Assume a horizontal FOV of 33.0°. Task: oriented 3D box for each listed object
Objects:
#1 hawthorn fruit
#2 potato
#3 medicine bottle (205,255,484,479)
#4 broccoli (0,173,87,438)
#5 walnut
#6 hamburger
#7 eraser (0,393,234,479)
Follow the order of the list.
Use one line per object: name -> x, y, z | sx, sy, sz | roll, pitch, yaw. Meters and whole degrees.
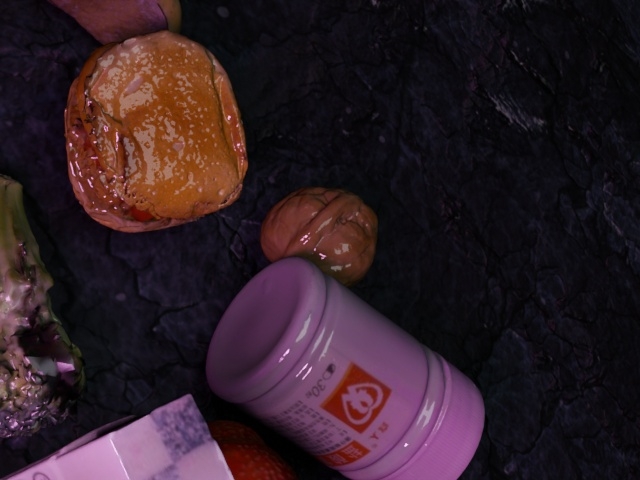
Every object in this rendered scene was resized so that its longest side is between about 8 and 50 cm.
hawthorn fruit -> -0.142, 0.310, 1.169 | 0.253, 0.205, 0.205 | -14, 84, -36
potato -> -0.265, -0.325, 1.331 | 0.243, 0.138, 0.098 | 36, 49, -30
medicine bottle -> 0.034, 0.182, 1.364 | 0.316, 0.202, 0.202 | 37, 53, -26
broccoli -> -0.331, 0.062, 1.140 | 0.145, 0.165, 0.304 | -6, 62, -12
walnut -> 0.000, 0.000, 1.449 | 0.166, 0.149, 0.166 | 13, 46, -13
hamburger -> -0.201, -0.123, 1.299 | 0.244, 0.163, 0.244 | 8, 76, -36
eraser -> -0.239, 0.240, 0.954 | 0.096, 0.404, 0.098 | -22, 85, -48
